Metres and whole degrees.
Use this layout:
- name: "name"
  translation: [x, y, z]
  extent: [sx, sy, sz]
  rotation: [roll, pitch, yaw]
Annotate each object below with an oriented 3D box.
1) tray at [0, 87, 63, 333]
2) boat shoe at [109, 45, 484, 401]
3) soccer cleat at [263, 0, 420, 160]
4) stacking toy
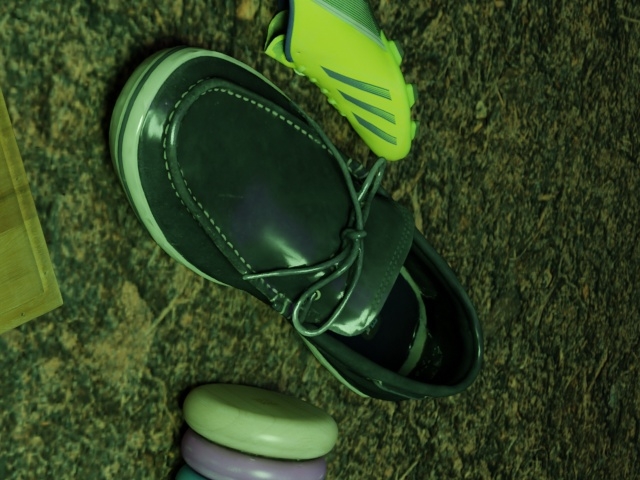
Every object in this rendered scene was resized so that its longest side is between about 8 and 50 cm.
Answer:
- name: "tray"
  translation: [-0.367, 0.023, 0.900]
  extent: [0.411, 0.076, 0.203]
  rotation: [-29, 112, -43]
- name: "boat shoe"
  translation: [0.000, 0.000, 1.279]
  extent: [0.500, 0.156, 0.187]
  rotation: [47, 66, -43]
- name: "soccer cleat"
  translation: [0.008, -0.181, 1.315]
  extent: [0.121, 0.093, 0.289]
  rotation: [-29, 131, -6]
- name: "stacking toy"
  translation: [-0.085, 0.304, 1.276]
  extent: [0.141, 0.141, 0.330]
  rotation: [6, 98, -50]
